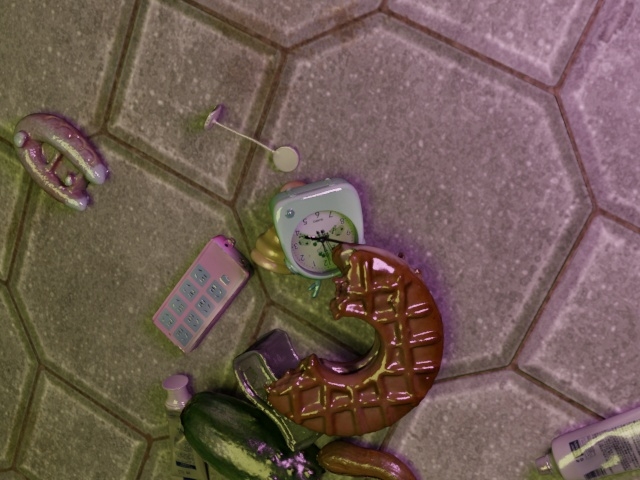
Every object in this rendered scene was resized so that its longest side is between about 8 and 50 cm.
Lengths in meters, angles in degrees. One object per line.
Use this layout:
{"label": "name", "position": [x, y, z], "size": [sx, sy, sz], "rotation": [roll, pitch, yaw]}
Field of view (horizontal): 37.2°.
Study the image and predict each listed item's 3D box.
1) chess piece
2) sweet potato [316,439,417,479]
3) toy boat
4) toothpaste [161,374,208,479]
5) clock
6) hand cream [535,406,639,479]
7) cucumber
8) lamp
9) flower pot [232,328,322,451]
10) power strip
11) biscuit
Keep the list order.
{"label": "chess piece", "position": [-0.059, -0.030, 1.773], "size": [0.094, 0.094, 0.170], "rotation": [28, 108, 17]}
{"label": "sweet potato", "position": [0.103, 0.442, 1.846], "size": [0.233, 0.062, 0.081], "rotation": [18, 127, 18]}
{"label": "toy boat", "position": [-0.554, -0.168, 1.977], "size": [0.227, 0.085, 0.155], "rotation": [46, 121, 8]}
{"label": "toothpaste", "position": [-0.295, 0.417, 2.050], "size": [0.096, 0.061, 0.266], "rotation": [6, 115, 24]}
{"label": "clock", "position": [0.000, 0.000, 1.719], "size": [0.159, 0.066, 0.211], "rotation": [-14, 112, -9]}
{"label": "hand cream", "position": [0.524, 0.336, 1.603], "size": [0.341, 0.078, 0.124], "rotation": [-23, 93, 23]}
{"label": "cucumber", "position": [-0.146, 0.421, 1.919], "size": [0.325, 0.105, 0.145], "rotation": [34, 117, 7]}
{"label": "lamp", "position": [-0.125, -0.192, 1.787], "size": [0.198, 0.056, 0.050], "rotation": [28, 116, 5]}
{"label": "flower pot", "position": [-0.065, 0.290, 1.856], "size": [0.229, 0.108, 0.103], "rotation": [50, 119, 4]}
{"label": "power strip", "position": [-0.240, 0.112, 1.930], "size": [0.109, 0.037, 0.279], "rotation": [44, 120, 9]}
{"label": "biscuit", "position": [0.080, 0.193, 1.702], "size": [0.268, 0.115, 0.366], "rotation": [27, 106, -10]}
